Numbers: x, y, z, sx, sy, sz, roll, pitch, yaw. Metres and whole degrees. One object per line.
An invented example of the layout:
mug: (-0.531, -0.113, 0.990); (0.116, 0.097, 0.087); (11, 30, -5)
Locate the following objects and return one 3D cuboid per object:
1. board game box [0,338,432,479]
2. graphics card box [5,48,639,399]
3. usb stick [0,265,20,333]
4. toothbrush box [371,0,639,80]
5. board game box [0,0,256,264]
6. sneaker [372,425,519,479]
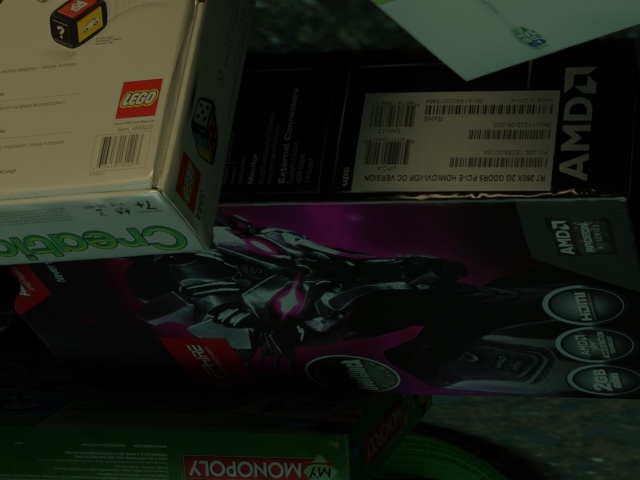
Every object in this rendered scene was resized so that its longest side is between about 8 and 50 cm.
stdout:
board game box: (-0.106, 0.108, 1.109); (0.317, 0.046, 0.213); (0, -171, 17)
graphics card box: (0.000, 0.000, 0.960); (0.371, 0.094, 0.233); (-1, 150, 16)
usb stick: (-0.260, 0.039, 0.832); (0.077, 0.045, 0.278); (9, -170, 34)
toothbrush box: (0.053, -0.192, 0.561); (0.206, 0.122, 0.283); (-16, 142, 38)
board game box: (-0.177, -0.080, 0.757); (0.305, 0.193, 0.053); (-3, 149, 22)
sneaker: (0.010, 0.210, 1.285); (0.343, 0.146, 0.134); (17, 151, -16)
